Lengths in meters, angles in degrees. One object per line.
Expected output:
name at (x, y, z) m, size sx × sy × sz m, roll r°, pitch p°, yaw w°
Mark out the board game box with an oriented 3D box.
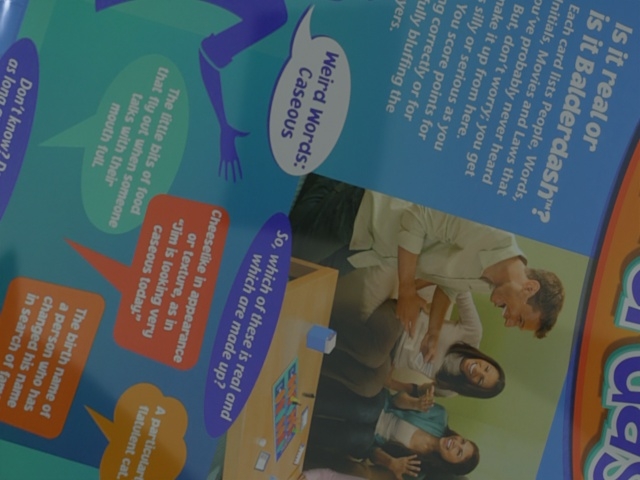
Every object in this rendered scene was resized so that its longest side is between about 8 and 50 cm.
board game box at (0.000, 0.000, 0.372) m, size 0.047 × 0.210 × 0.160 m, roll 9°, pitch -99°, yaw 65°
